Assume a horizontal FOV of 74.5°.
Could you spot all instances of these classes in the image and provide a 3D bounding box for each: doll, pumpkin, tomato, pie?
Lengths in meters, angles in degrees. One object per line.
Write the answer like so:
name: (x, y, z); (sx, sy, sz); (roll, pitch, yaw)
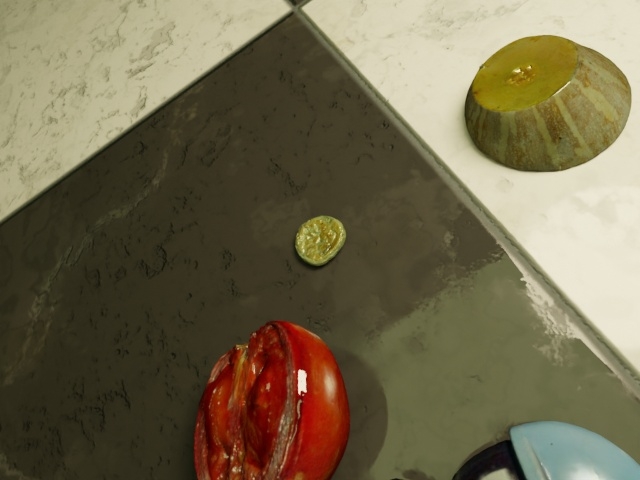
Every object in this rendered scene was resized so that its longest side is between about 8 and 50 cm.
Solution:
doll: (0.179, 0.277, 0.384); (0.314, 0.141, 0.177); (-28, 57, 12)
pumpkin: (0.302, -0.209, 0.573); (0.218, 0.110, 0.217); (-10, 67, 23)
tomato: (-0.044, 0.214, 0.500); (0.233, 0.140, 0.200); (-33, 45, 45)
pie: (0.000, -0.002, 0.642); (0.084, 0.021, 0.084); (-9, 66, 22)
